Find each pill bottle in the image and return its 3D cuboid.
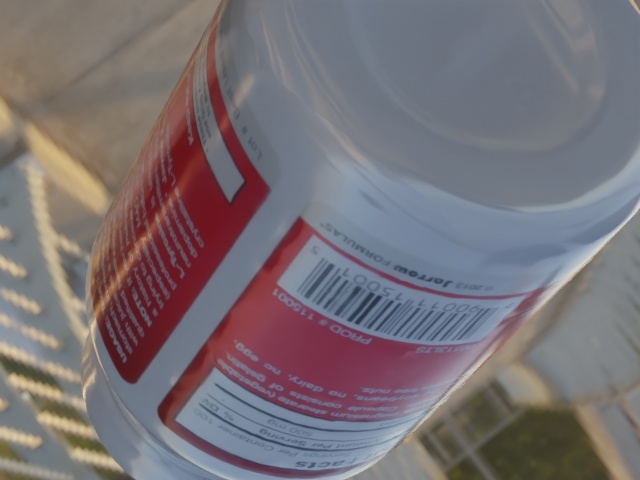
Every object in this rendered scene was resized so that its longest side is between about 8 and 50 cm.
[{"bbox_3d":[0.000,0.000,0.982,0.229,0.229,0.408,-28,166,-35],"label":"pill bottle"}]
